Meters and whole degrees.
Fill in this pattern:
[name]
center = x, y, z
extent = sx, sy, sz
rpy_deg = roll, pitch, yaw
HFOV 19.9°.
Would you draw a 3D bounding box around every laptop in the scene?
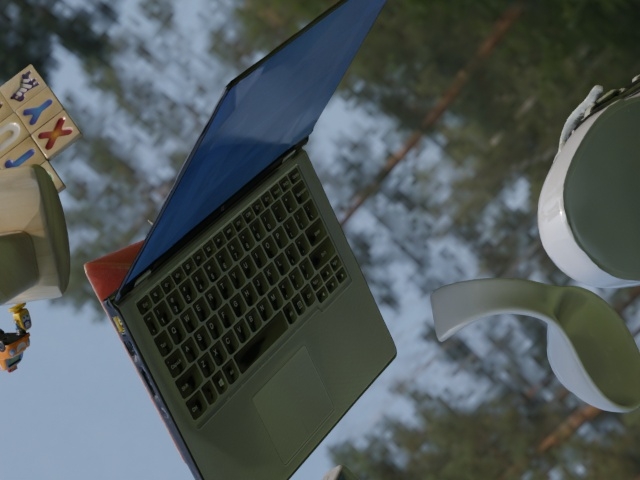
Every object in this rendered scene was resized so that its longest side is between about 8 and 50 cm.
[laptop]
center = 0.000, 0.000, 1.728
extent = 0.382, 0.236, 0.408
rpy_deg = -43, -68, -53

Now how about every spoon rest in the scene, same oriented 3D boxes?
[spoon rest]
center = 0.237, 0.094, 1.823
extent = 0.276, 0.084, 0.137
rpy_deg = 18, -130, -37

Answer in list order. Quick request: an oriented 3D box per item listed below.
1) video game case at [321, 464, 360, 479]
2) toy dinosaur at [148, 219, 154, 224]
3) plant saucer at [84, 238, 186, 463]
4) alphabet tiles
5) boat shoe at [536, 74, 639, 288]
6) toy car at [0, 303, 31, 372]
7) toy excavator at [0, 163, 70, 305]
[video game case]
center = 0.078, 0.427, 1.784
extent = 0.329, 0.036, 0.300
rpy_deg = 46, -143, -13
[toy dinosaur]
center = -0.111, 0.032, 1.884
extent = 0.183, 0.092, 0.053
rpy_deg = 53, -147, -62
[plant saucer]
center = -0.157, 0.114, 2.156
extent = 0.259, 0.047, 0.258
rpy_deg = 62, -163, 0
[alphabet tiles]
center = -0.485, -0.085, 2.416
extent = 0.285, 0.342, 0.011
rpy_deg = 51, 178, 40
[boat shoe]
center = 0.203, -0.053, 1.153
extent = 0.113, 0.105, 0.306
rpy_deg = 53, -136, -10
[toy car]
center = -0.301, 0.098, 1.834
extent = 0.122, 0.060, 0.041
rpy_deg = -50, -53, -64
[toy excavator]
center = -0.343, -0.037, 1.499
extent = 0.433, 0.222, 0.445
rpy_deg = -85, -16, -55
